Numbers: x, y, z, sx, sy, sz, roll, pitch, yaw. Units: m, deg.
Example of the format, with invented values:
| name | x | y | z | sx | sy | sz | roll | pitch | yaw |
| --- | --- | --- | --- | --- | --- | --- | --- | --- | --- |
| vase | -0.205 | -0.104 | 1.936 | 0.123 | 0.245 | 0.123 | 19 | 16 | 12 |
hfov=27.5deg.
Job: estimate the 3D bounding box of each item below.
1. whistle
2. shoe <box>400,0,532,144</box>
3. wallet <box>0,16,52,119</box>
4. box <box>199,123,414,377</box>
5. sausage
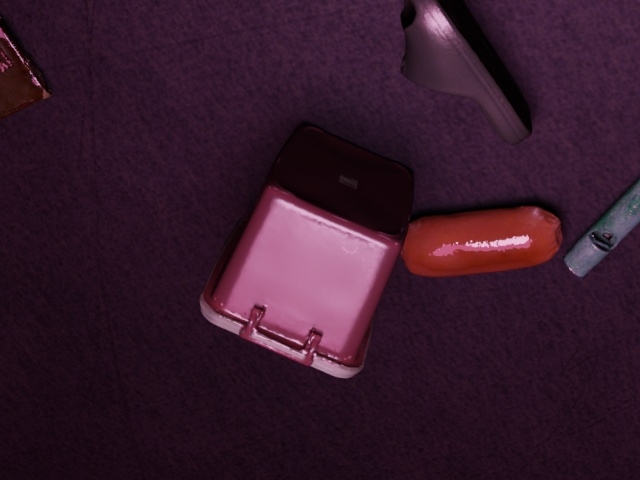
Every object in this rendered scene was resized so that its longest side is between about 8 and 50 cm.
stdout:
| name | x | y | z | sx | sy | sz | roll | pitch | yaw |
| --- | --- | --- | --- | --- | --- | --- | --- | --- | --- |
| whistle | 0.349 | -0.030 | 1.488 | 0.039 | 0.039 | 0.186 | 34 | 122 | -9 |
| shoe | 0.133 | -0.190 | 1.399 | 0.093 | 0.108 | 0.241 | -29 | 114 | 23 |
| wallet | -0.448 | -0.181 | 1.588 | 0.232 | 0.031 | 0.122 | -20 | 116 | 24 |
| box | 0.000 | 0.000 | 1.450 | 0.193 | 0.294 | 0.167 | 25 | 113 | -3 |
| sausage | 0.185 | 0.001 | 1.526 | 0.194 | 0.077 | 0.077 | -5 | 120 | 18 |
